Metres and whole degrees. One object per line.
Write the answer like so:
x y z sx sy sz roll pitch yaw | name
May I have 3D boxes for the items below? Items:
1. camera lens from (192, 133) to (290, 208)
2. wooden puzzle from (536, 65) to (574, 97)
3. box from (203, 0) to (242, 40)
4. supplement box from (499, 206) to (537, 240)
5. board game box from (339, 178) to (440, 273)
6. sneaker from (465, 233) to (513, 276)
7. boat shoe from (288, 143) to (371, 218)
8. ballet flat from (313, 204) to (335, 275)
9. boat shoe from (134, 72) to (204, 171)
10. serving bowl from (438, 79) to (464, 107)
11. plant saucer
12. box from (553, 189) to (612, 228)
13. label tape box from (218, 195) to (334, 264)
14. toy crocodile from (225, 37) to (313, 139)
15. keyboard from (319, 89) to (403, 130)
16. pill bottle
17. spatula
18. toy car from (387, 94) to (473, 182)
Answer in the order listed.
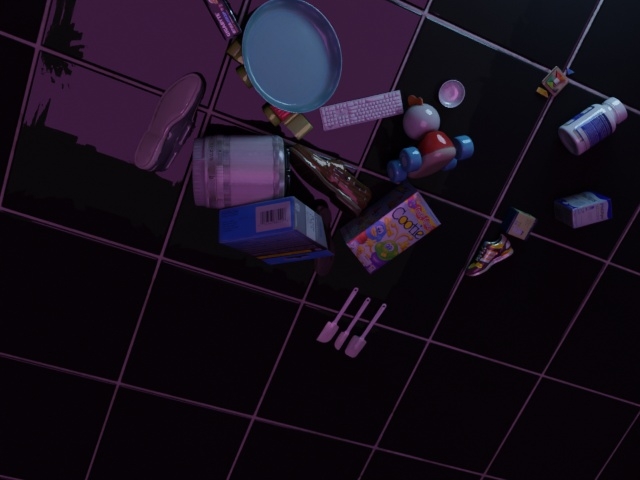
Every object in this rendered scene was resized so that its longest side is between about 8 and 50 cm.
-0.230 -0.201 1.716 0.274 0.219 0.220 -1 110 -7 | camera lens
0.746 -0.503 1.846 0.078 0.014 0.116 32 103 -18 | wooden puzzle
-0.277 -0.625 1.551 0.051 0.220 0.175 -29 112 1 | box
0.673 -0.057 1.980 0.083 0.056 0.083 20 107 -14 | supplement box
0.220 -0.045 1.876 0.275 0.144 0.142 -37 111 7 | board game box
0.567 0.049 2.006 0.185 0.069 0.084 -32 103 -1 | sneaker
0.027 -0.205 1.823 0.307 0.110 0.104 42 74 -15 | boat shoe
0.000 0.000 1.916 0.084 0.058 0.250 -25 124 -38 | ballet flat
-0.431 -0.342 1.722 0.320 0.116 0.099 -57 150 7 | boat shoe
0.404 -0.457 1.809 0.083 0.027 0.083 -2 111 -6 | serving bowl
-0.083 -0.520 1.653 0.317 0.043 0.318 -3 95 -30 | plant saucer
0.878 -0.106 1.952 0.137 0.126 0.072 -15 110 -3 | box
-0.124 -0.022 1.773 0.240 0.333 0.106 -9 74 19 | label tape box
-0.145 -0.441 1.700 0.115 0.105 0.341 -35 111 6 | toy crocodile
0.128 -0.402 1.800 0.255 0.014 0.072 -13 112 -3 | keyboard
0.871 -0.368 1.860 0.186 0.112 0.112 -34 111 6 | pill bottle
0.118 0.292 2.059 0.168 0.019 0.242 30 103 -11 | spatula
0.310 -0.327 1.791 0.219 0.210 0.238 -14 83 -16 | toy car
